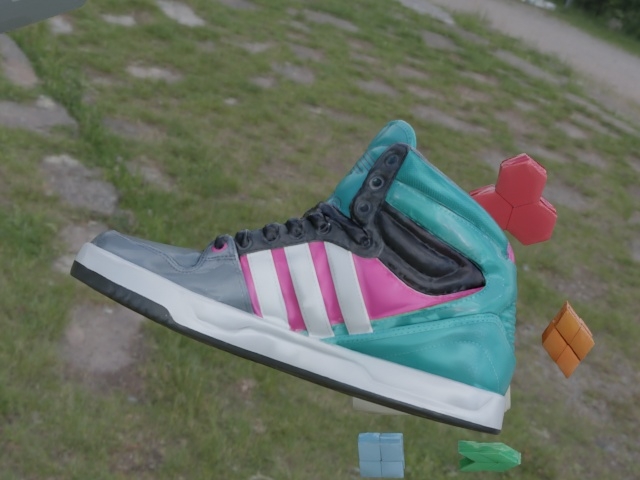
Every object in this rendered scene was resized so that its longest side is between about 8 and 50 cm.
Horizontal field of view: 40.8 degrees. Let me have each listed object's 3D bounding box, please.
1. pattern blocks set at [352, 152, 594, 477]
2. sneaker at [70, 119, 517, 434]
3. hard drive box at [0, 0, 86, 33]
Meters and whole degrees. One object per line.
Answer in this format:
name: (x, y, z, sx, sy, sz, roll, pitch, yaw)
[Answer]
pattern blocks set: (0.105, 0.093, 0.803, 0.285, 0.325, 0.026, -11, 24, 13)
sneaker: (0.000, 0.000, 0.570, 0.295, 0.178, 0.124, 18, -11, 1)
hard drive box: (-0.301, -0.273, 0.657, 0.181, 0.089, 0.232, -33, 97, -35)
